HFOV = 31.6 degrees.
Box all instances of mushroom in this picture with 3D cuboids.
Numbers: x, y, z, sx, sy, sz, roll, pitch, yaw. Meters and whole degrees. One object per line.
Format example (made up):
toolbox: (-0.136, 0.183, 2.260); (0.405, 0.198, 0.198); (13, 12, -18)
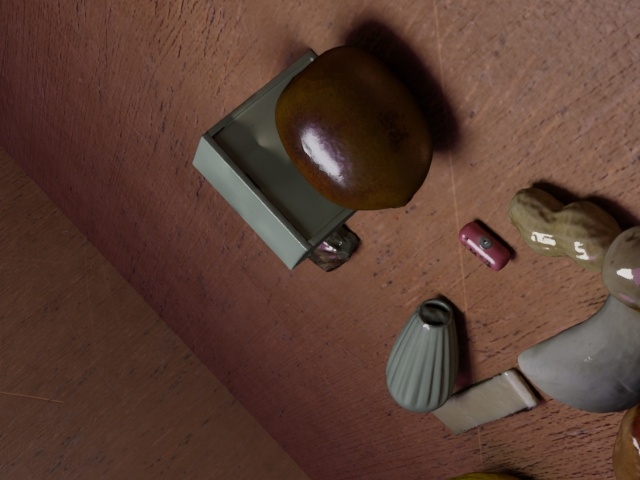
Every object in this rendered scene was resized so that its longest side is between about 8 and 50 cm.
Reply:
mushroom: (0.381, 0.096, 1.364); (0.397, 0.177, 0.126); (105, 164, -60)

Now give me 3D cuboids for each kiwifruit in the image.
kiwifruit: (0.050, -0.144, 1.538); (0.234, 0.196, 0.196); (52, 158, -4)

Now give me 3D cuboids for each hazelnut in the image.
hazelnut: (0.478, 0.289, 1.548); (0.150, 0.150, 0.150); (39, 157, 20)

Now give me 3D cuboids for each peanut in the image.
peanut: (0.308, -0.015, 1.424); (0.187, 0.082, 0.082); (23, 147, 48)

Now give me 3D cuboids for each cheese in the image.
cheese: (0.289, 0.297, 2.054); (0.085, 0.034, 0.400); (51, 158, 5)

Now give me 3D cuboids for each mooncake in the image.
mooncake: (0.000, 0.000, 2.037); (0.125, 0.073, 0.130); (44, 160, 6)

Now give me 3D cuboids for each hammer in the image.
hammer: (0.238, 0.008, 1.643); (0.083, 0.043, 0.043); (44, 158, 13)

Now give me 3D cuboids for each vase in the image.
vase: (0.184, 0.197, 1.965); (0.128, 0.128, 0.248); (38, 148, 24)

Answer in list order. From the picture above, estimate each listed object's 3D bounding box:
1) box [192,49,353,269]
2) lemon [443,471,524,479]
box: (-0.029, -0.118, 1.682); (0.225, 0.225, 0.117); (47, 159, 3)
lemon: (0.320, 0.615, 2.101); (0.387, 0.349, 0.350); (37, 158, 52)
